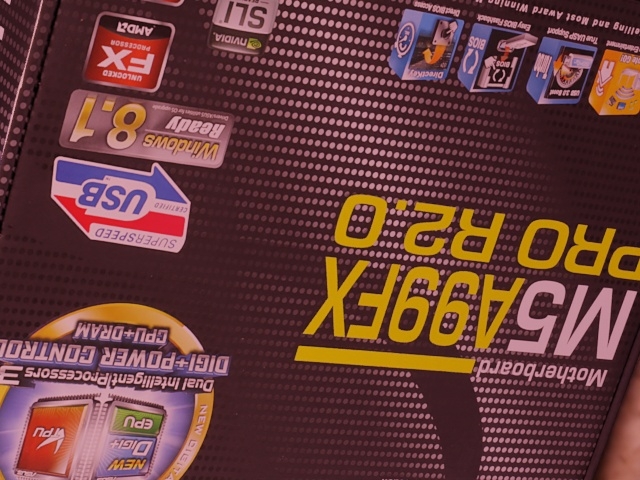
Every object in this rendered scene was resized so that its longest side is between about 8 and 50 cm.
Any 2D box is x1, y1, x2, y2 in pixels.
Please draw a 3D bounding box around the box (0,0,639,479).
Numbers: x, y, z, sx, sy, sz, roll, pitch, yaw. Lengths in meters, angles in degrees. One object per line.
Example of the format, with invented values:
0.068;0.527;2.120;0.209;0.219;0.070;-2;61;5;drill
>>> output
0.000;0.000;0.647;0.060;0.270;0.216;38;115;53;box
